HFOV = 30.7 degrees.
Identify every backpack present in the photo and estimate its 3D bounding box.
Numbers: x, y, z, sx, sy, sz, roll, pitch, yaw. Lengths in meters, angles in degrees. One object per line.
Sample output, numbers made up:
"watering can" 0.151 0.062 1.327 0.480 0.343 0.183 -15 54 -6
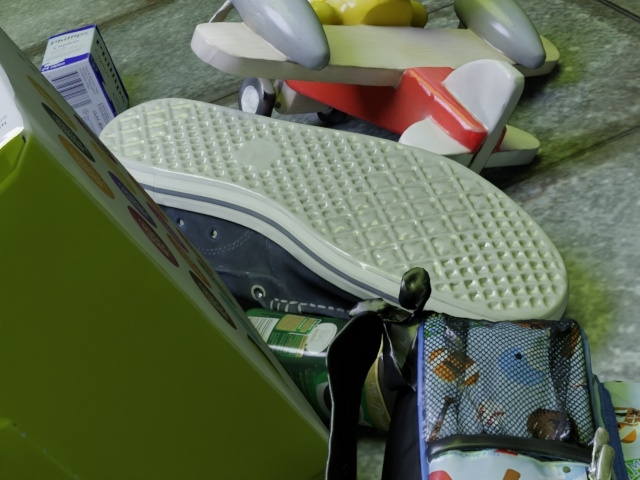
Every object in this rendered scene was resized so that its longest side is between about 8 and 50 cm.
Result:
"backpack" 0.104 0.201 0.643 0.213 0.277 0.263 3 39 10

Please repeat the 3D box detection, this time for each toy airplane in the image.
"toy airplane" 0.078 -0.219 1.263 0.384 0.273 0.386 11 18 5

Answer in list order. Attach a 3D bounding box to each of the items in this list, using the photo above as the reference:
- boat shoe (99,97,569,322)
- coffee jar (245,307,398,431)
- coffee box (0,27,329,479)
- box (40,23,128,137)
"boat shoe" 0.000 0.000 1.096 0.500 0.156 0.187 18 43 29
"coffee jar" 0.017 0.107 0.963 0.184 0.096 0.079 2 40 29
"coffee box" -0.251 0.086 0.828 0.338 0.338 0.334 -40 34 -1
"box" -0.325 -0.215 1.623 0.072 0.126 0.137 -18 31 4
